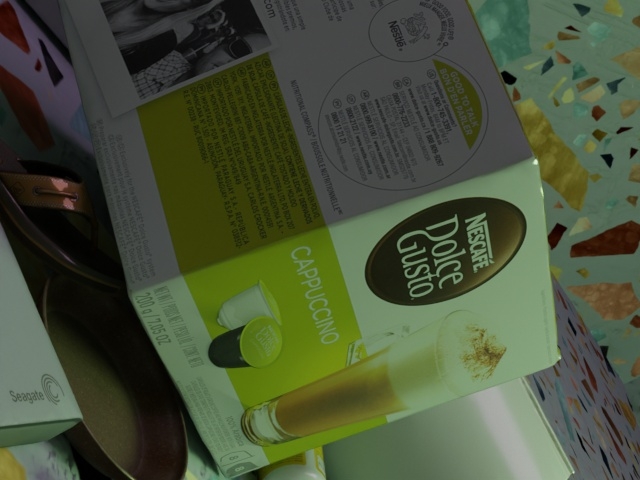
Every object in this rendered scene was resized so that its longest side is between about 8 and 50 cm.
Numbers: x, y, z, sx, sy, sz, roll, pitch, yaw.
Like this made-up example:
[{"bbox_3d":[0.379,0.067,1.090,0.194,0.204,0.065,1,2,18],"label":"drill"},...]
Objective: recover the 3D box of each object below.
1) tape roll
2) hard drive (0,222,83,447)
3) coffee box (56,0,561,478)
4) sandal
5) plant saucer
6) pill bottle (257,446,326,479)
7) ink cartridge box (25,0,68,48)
[{"bbox_3d":[0.119,0.221,1.679,0.169,0.246,0.246,62,14,2],"label":"tape roll"},{"bbox_3d":[-0.293,-0.025,1.084,0.353,0.047,0.233,65,15,11],"label":"hard drive"},{"bbox_3d":[-0.003,-0.053,1.408,0.338,0.334,0.338,73,-1,-56],"label":"coffee box"},{"bbox_3d":[-0.222,-0.042,1.264,0.219,0.060,0.090,49,11,2],"label":"sandal"},{"bbox_3d":[-0.173,0.116,1.267,0.199,0.036,0.198,57,15,-24],"label":"plant saucer"},{"bbox_3d":[-0.027,0.223,1.522,0.065,0.065,0.116,53,16,-33],"label":"pill bottle"},{"bbox_3d":[-0.259,-0.329,1.615,0.289,0.121,0.211,50,18,-38],"label":"ink cartridge box"}]
